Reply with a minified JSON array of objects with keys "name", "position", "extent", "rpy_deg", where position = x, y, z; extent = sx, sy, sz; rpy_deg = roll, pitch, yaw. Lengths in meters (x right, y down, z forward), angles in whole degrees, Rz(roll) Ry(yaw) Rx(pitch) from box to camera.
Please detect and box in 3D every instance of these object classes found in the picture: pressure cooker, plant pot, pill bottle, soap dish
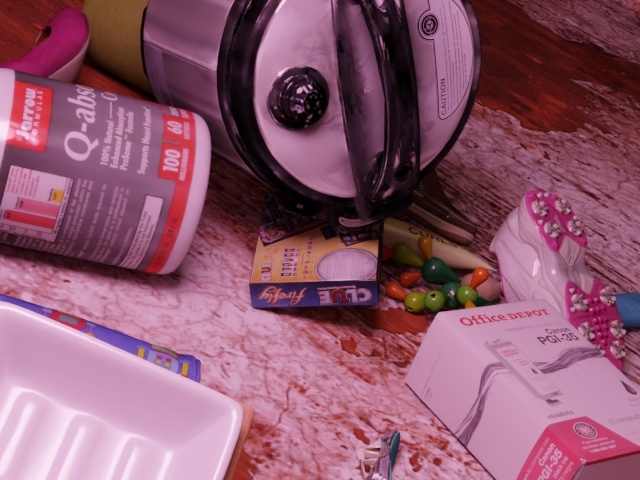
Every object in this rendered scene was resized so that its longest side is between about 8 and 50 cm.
[{"name":"pressure cooker","position":[-0.002,-0.232,1.936],"extent":[0.370,0.375,0.420],"rpy_deg":[35,-3,-33]},{"name":"plant pot","position":[-0.205,-0.316,2.281],"extent":[0.294,0.274,0.275],"rpy_deg":[11,26,13]},{"name":"pill bottle","position":[-0.332,-0.091,1.821],"extent":[0.363,0.210,0.210],"rpy_deg":[12,30,-18]},{"name":"soap dish","position":[-0.233,0.206,1.401],"extent":[0.291,0.118,0.229],"rpy_deg":[23,54,-6]}]

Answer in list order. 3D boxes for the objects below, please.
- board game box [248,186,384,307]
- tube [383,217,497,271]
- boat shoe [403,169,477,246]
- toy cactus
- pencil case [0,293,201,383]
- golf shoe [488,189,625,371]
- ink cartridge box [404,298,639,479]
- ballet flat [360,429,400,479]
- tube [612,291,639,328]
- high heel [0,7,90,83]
[{"name":"board game box","position":[0.000,0.000,1.989],"extent":[0.165,0.042,0.243],"rpy_deg":[-2,34,7]},{"name":"tube","position":[0.131,0.003,2.145],"extent":[0.240,0.062,0.070],"rpy_deg":[16,48,-16]},{"name":"boat shoe","position":[0.138,-0.089,2.228],"extent":[0.257,0.095,0.095],"rpy_deg":[34,5,27]},{"name":"toy cactus","position":[0.193,0.062,2.061],"extent":[0.219,0.112,0.180],"rpy_deg":[29,18,29]},{"name":"pencil case","position":[-0.280,0.140,1.557],"extent":[0.306,0.133,0.119],"rpy_deg":[18,5,-10]},{"name":"golf shoe","position":[0.330,0.084,2.107],"extent":[0.115,0.140,0.306],"rpy_deg":[9,53,-37]},{"name":"ink cartridge box","position":[0.272,0.204,1.838],"extent":[0.207,0.117,0.283],"rpy_deg":[-5,39,-40]},{"name":"ballet flat","position":[0.067,0.249,1.703],"extent":[0.041,0.041,0.114],"rpy_deg":[22,28,-1]},{"name":"tube","position":[0.440,0.103,2.207],"extent":[0.207,0.052,0.080],"rpy_deg":[-3,42,-47]},{"name":"high heel","position":[-0.430,-0.250,2.107],"extent":[0.181,0.127,0.377],"rpy_deg":[19,29,-15]}]
